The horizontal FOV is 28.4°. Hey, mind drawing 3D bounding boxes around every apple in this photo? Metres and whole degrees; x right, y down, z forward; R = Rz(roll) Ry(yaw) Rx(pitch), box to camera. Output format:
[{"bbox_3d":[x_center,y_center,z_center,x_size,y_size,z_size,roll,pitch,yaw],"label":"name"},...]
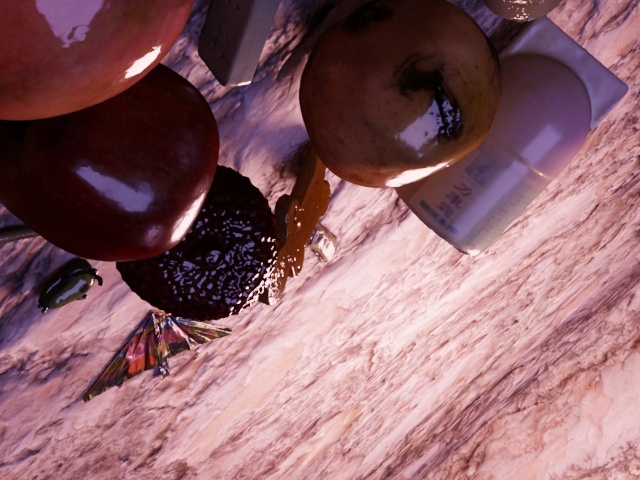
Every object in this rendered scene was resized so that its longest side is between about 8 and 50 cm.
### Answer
[{"bbox_3d":[-0.288,-0.117,1.691,0.288,0.288,0.317,-47,139,15],"label":"apple"},{"bbox_3d":[-0.314,-0.305,1.332,0.364,0.364,0.364,-27,148,-18],"label":"apple"}]

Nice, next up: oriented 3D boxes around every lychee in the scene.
[{"bbox_3d":[-0.192,0.001,1.977,0.261,0.260,0.260,-27,148,-18],"label":"lychee"}]

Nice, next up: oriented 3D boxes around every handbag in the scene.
[{"bbox_3d":[-0.409,0.077,2.043,0.111,0.047,0.072,-35,149,-10],"label":"handbag"}]

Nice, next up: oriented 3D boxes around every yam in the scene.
[{"bbox_3d":[-0.463,-0.008,1.896,0.116,0.021,0.021,-11,141,-36],"label":"yam"}]

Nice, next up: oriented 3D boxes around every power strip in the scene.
[{"bbox_3d":[-0.095,-0.348,1.751,0.053,0.093,0.288,-10,140,-34],"label":"power strip"}]

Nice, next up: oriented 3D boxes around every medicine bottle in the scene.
[{"bbox_3d":[0.338,-0.191,2.281,0.406,0.235,0.236,-48,148,19],"label":"medicine bottle"}]

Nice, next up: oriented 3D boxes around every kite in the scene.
[{"bbox_3d":[-0.306,0.202,2.354,0.321,0.016,0.234,-26,148,-19],"label":"kite"}]

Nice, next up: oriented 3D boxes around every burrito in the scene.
[{"bbox_3d":[0.000,0.000,2.378,0.055,0.041,0.149,-26,154,6],"label":"burrito"}]

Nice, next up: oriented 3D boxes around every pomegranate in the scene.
[{"bbox_3d":[0.123,-0.230,1.943,0.322,0.322,0.322,-27,148,-18],"label":"pomegranate"}]

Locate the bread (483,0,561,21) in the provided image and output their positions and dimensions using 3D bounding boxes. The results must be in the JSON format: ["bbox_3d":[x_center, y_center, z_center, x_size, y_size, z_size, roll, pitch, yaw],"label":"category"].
[{"bbox_3d":[0.329,-0.447,2.027,0.148,0.134,0.141,-42,153,-19],"label":"bread"}]

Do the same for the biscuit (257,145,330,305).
[{"bbox_3d":[-0.052,-0.021,2.148,0.197,0.049,0.301,80,27,-51],"label":"biscuit"}]
